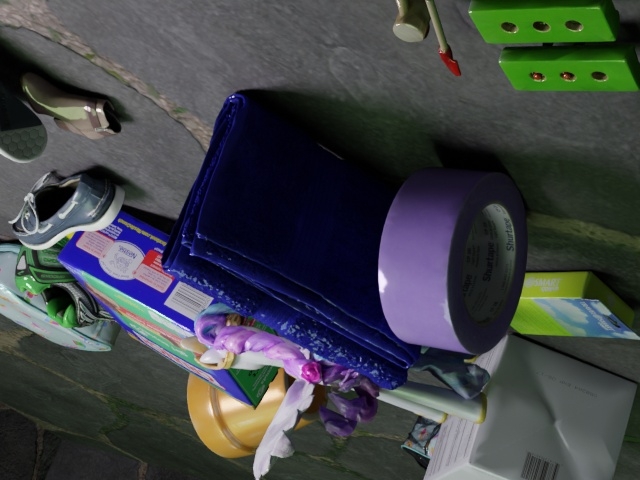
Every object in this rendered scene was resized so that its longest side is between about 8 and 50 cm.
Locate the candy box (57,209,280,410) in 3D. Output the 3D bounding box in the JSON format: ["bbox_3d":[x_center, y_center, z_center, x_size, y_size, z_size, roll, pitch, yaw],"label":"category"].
[{"bbox_3d":[-0.214,0.102,1.855,0.268,0.122,0.317,26,163,24],"label":"candy box"}]

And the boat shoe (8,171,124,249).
[{"bbox_3d":[-0.380,-0.046,1.747,0.079,0.095,0.254,33,155,-33],"label":"boat shoe"}]

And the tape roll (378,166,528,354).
[{"bbox_3d":[0.140,0.020,1.264,0.080,0.189,0.189,7,155,33],"label":"tape roll"}]

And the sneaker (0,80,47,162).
[{"bbox_3d":[-0.436,-0.190,1.455,0.163,0.086,0.226,19,148,55],"label":"sneaker"}]

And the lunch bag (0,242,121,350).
[{"bbox_3d":[-0.509,0.102,2.226,0.279,0.108,0.224,35,158,-31],"label":"lunch bag"}]

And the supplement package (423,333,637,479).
[{"bbox_3d":[0.294,0.286,1.767,0.199,0.198,0.262,22,160,-2],"label":"supplement package"}]

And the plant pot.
[{"bbox_3d":[-0.096,0.268,2.141,0.188,0.205,0.205,-15,141,35],"label":"plant pot"}]

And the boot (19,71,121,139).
[{"bbox_3d":[-0.293,-0.162,1.459,0.087,0.042,0.118,4,155,25],"label":"boot"}]

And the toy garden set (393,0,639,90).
[{"bbox_3d":[0.119,-0.202,0.936,0.204,0.049,0.244,5,155,33],"label":"toy garden set"}]

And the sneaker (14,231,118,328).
[{"bbox_3d":[-0.382,0.094,2.027,0.134,0.146,0.343,3,154,40],"label":"sneaker"}]

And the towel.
[{"bbox_3d":[0.000,0.000,1.304,0.308,0.227,0.076,31,151,-24],"label":"towel"}]

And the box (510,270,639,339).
[{"bbox_3d":[0.290,0.078,1.471,0.178,0.042,0.109,-2,150,47],"label":"box"}]

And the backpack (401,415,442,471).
[{"bbox_3d":[0.252,0.347,2.024,0.166,0.144,0.188,33,180,-24],"label":"backpack"}]

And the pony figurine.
[{"bbox_3d":[0.015,0.147,1.496,0.363,0.302,0.351,10,171,-8],"label":"pony figurine"}]
